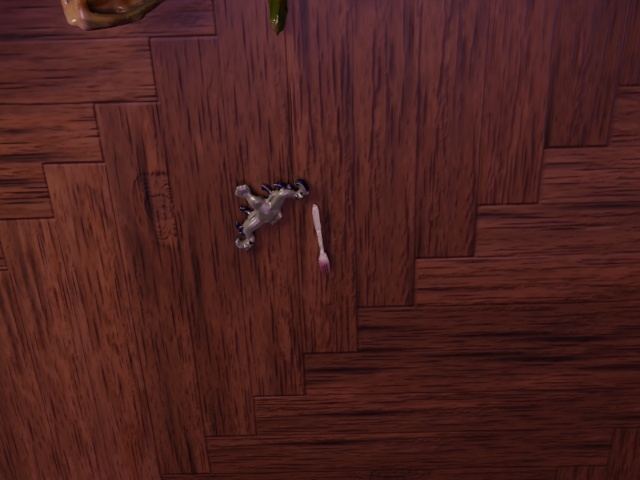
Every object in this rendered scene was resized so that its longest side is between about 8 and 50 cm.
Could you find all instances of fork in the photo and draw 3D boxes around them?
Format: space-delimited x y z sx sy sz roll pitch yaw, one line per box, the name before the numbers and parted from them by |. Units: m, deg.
fork | 0.000 0.001 1.187 0.016 0.012 0.115 -9 120 -2

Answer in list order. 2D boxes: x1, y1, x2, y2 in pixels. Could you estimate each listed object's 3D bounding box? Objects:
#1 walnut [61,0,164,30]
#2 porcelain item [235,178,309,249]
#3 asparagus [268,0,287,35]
walnut | -0.232 -0.355 0.887 0.204 0.141 0.238 -44 154 -17
porcelain item | -0.086 -0.050 1.150 0.075 0.021 0.136 40 113 -21
asparagus | -0.051 -0.298 1.004 0.025 0.021 0.108 4 121 2
